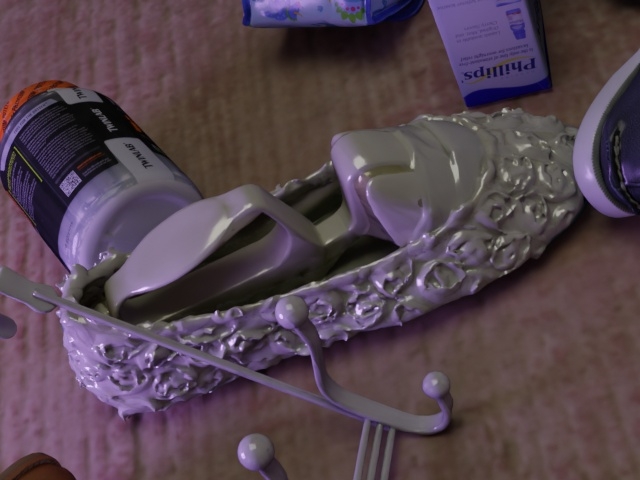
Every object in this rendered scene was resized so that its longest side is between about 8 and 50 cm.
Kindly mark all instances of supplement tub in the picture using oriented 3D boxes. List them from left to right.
[{"bbox_3d":[-0.180,-0.045,1.152,0.117,0.117,0.190,-37,47,-9],"label":"supplement tub"}]

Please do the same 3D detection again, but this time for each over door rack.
[{"bbox_3d":[-0.087,0.139,0.869,0.324,0.108,0.239,14,47,0],"label":"over door rack"}]

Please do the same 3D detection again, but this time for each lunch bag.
[{"bbox_3d":[0.017,-0.232,1.242,0.129,0.096,0.151,4,24,27],"label":"lunch bag"}]

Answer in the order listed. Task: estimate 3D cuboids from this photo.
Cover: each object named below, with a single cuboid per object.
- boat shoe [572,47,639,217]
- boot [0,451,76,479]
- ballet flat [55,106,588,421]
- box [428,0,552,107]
[{"bbox_3d":[0.284,-0.143,1.020,0.091,0.114,0.302,-2,57,57],"label":"boat shoe"},{"bbox_3d":[-0.138,0.261,0.884,0.220,0.109,0.283,3,42,17],"label":"boot"},{"bbox_3d":[0.000,0.000,1.022,0.409,0.147,0.147,-26,46,1],"label":"ballet flat"},{"bbox_3d":[0.126,-0.197,1.129,0.072,0.137,0.126,-11,48,14],"label":"box"}]
